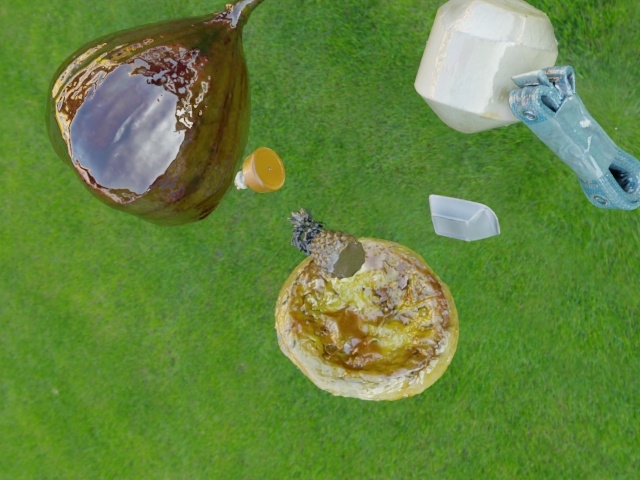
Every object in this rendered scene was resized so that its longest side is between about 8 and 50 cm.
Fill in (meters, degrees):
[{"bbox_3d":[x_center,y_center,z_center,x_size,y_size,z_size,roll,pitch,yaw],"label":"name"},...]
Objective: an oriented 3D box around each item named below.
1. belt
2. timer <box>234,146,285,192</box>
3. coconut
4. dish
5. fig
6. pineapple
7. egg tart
[{"bbox_3d":[0.401,-0.154,0.912,0.302,0.072,0.087,40,82,-24],"label":"belt"},{"bbox_3d":[-0.202,-0.192,1.764,0.152,0.132,0.132,-17,92,39],"label":"timer"},{"bbox_3d":[0.272,-0.291,0.997,0.241,0.241,0.241,5,102,26],"label":"coconut"},{"bbox_3d":[0.445,-0.055,1.862,0.234,0.064,0.154,13,145,34],"label":"dish"},{"bbox_3d":[-0.131,-0.175,0.633,0.217,0.217,0.321,43,93,13],"label":"fig"},{"bbox_3d":[0.000,0.000,0.879,0.159,0.074,0.074,36,117,50],"label":"pineapple"},{"bbox_3d":[0.070,0.131,0.944,0.290,0.290,0.115,28,150,19],"label":"egg tart"}]
